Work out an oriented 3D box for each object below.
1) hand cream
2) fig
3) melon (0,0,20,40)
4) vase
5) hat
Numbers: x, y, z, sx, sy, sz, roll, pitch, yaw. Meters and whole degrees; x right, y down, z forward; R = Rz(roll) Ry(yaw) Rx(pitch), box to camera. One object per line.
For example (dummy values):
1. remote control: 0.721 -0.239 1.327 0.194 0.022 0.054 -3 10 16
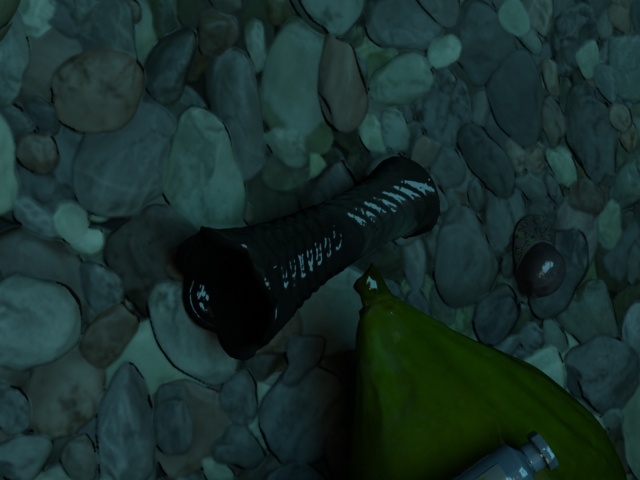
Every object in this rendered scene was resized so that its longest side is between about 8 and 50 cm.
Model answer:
1. hand cream: 0.103 0.206 1.024 0.170 0.043 0.065 -35 107 -6
2. fig: 0.110 0.195 1.166 0.314 0.233 0.233 34 61 2
3. melon: -0.315 -0.246 0.857 0.223 0.223 0.317 -37 106 -35
4. vase: 0.000 0.000 1.153 0.237 0.115 0.115 -30 102 -41
5. hat: 0.225 0.014 1.358 0.058 0.042 0.087 30 67 -32
